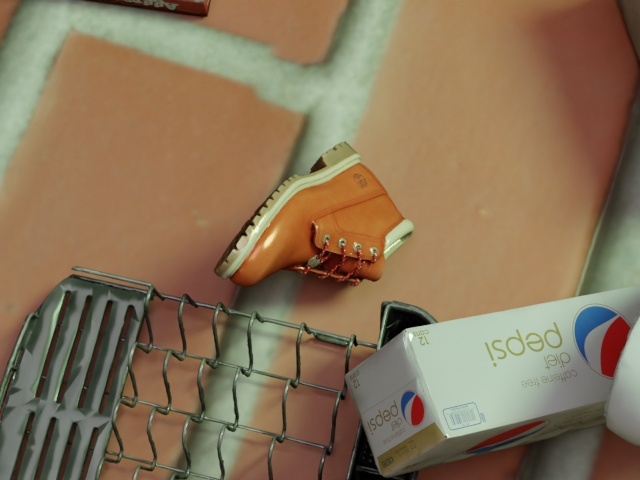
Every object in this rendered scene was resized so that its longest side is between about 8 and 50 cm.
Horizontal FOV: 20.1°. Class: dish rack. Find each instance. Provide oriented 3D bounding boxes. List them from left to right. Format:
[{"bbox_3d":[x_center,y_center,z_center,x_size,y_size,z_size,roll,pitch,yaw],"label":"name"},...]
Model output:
[{"bbox_3d":[-0.073,0.123,1.125,0.271,0.074,0.208,13,72,5],"label":"dish rack"}]

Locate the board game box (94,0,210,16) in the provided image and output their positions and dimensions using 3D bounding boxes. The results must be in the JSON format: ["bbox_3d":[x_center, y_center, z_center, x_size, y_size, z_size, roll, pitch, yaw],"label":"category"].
[{"bbox_3d":[-0.205,-0.245,1.268,0.281,0.027,0.145,9,74,4],"label":"board game box"}]

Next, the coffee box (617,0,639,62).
[{"bbox_3d":[0.364,-0.154,1.181,0.297,0.119,0.168,-15,73,-4],"label":"coffee box"}]

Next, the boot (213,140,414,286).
[{"bbox_3d":[0.000,0.000,1.142,0.084,0.059,0.158,48,43,5],"label":"boot"}]

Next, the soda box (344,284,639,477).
[{"bbox_3d":[0.126,0.081,1.083,0.216,0.074,0.069,-8,69,-35],"label":"soda box"}]

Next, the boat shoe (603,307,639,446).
[{"bbox_3d":[0.260,0.042,1.053,0.094,0.109,0.302,25,32,24],"label":"boat shoe"}]
